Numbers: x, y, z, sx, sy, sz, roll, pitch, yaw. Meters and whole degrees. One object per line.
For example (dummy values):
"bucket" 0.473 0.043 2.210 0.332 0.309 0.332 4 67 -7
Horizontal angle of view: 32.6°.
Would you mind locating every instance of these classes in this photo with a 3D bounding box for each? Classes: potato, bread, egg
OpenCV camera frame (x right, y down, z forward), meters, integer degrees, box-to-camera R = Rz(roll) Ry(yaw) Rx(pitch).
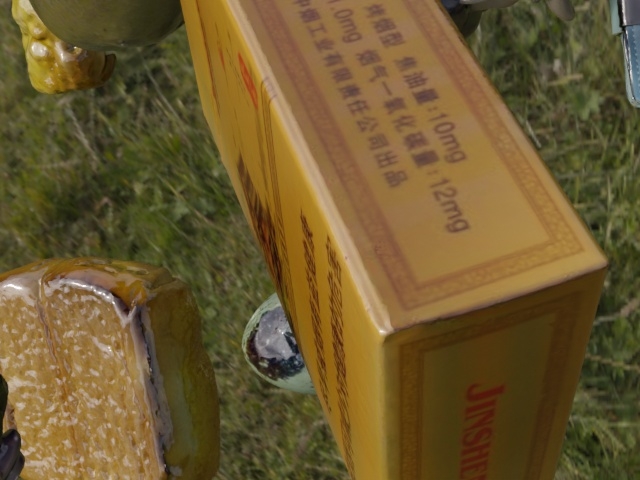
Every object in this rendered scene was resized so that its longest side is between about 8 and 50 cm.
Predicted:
"potato" -0.151 -0.232 0.817 0.159 0.174 0.251 -21 15 -20
"bread" -0.290 0.177 1.439 0.327 0.148 0.337 -1 107 32
"egg" -0.002 0.066 0.773 0.110 0.085 0.085 -8 64 6

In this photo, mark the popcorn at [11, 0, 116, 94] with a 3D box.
"popcorn" -0.253 -0.317 1.185 0.225 0.265 0.333 5 85 15

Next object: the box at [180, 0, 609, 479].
"box" 0.010 -0.032 0.448 0.076 0.174 0.274 -17 53 -10

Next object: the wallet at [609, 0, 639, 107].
"wallet" 0.435 -0.290 1.304 0.176 0.075 0.251 -7 92 10

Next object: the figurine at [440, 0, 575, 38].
"figurine" 0.203 -0.353 1.322 0.380 0.203 0.248 -2 58 37

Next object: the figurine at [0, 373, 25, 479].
"figurine" -0.215 0.091 0.497 0.145 0.222 0.145 12 39 -10
